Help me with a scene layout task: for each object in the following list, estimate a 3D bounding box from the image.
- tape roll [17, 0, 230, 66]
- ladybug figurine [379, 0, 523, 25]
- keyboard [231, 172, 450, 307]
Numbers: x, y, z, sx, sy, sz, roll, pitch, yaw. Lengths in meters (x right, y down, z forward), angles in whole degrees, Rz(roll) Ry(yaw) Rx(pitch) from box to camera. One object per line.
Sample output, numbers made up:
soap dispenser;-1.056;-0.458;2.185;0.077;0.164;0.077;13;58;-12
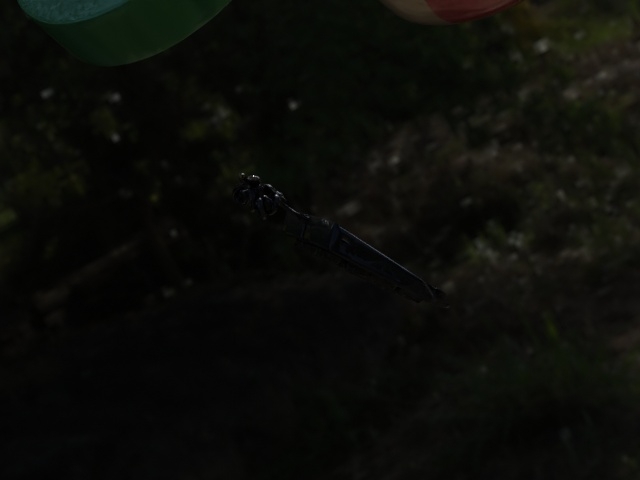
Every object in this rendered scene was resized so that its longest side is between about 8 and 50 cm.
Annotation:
tape roll;-0.173;-0.331;1.681;0.321;0.077;0.321;-23;46;26
ladybug figurine;0.145;-0.348;1.496;0.162;0.305;0.449;13;2;24
keyboard;0.000;0.000;1.465;0.033;0.201;0.317;-57;8;-3
